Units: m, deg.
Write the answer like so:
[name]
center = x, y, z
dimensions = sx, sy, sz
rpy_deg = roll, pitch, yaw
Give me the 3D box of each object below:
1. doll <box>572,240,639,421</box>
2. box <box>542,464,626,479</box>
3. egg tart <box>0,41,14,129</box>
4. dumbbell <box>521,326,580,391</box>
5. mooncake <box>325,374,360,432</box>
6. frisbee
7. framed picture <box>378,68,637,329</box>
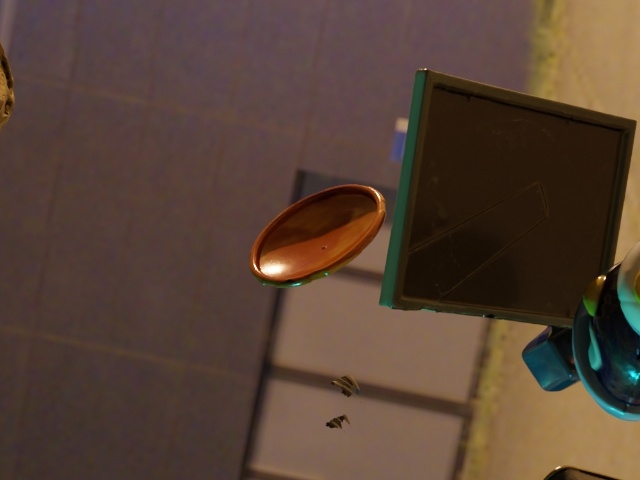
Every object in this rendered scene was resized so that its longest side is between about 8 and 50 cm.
[doll]
center = 0.328, 0.080, 1.733
dimensions = 0.314, 0.141, 0.177
rpy_deg = 84, -156, -67
[box]
center = 0.372, 0.407, 2.429
dimensions = 0.144, 0.201, 0.090
rpy_deg = -52, 46, 16
[egg tart]
center = -0.439, -0.203, 1.945
dimensions = 0.341, 0.129, 0.341
rpy_deg = -24, -90, -83
[dumbbell]
center = 0.271, 0.028, 2.181
dimensions = 0.316, 0.156, 0.143
rpy_deg = 58, -177, 4
[mooncake]
center = 0.069, 0.284, 2.006
dimensions = 0.346, 0.057, 0.150
rpy_deg = 63, 180, 36
[frisbee]
center = 0.000, 0.000, 2.177
dimensions = 0.035, 0.192, 0.192
rpy_deg = 59, -156, -30
[framed picture]
center = 0.209, -0.035, 1.844
dimensions = 0.022, 0.335, 0.247
rpy_deg = 10, 92, 50
